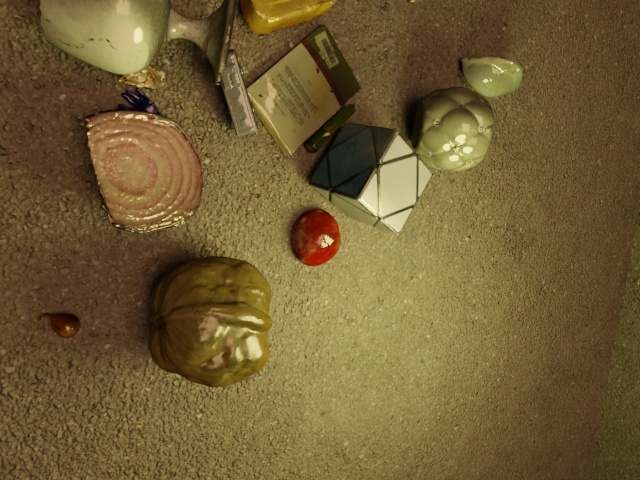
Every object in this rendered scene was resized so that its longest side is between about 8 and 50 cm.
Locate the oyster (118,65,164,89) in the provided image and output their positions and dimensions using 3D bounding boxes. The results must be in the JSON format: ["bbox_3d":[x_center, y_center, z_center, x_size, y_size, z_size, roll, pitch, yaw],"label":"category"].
[{"bbox_3d":[-0.380,-0.351,0.995,0.093,0.034,0.051,1,117,-43],"label":"oyster"}]

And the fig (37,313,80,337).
[{"bbox_3d":[-0.561,0.178,1.003,0.083,0.050,0.050,25,87,-14],"label":"fig"}]

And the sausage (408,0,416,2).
[{"bbox_3d":[0.257,-0.736,1.303,0.024,0.024,0.133,-10,107,-30],"label":"sausage"}]

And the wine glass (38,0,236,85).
[{"bbox_3d":[-0.331,-0.422,0.874,0.322,0.238,0.238,6,98,-20],"label":"wine glass"}]

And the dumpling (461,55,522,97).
[{"bbox_3d":[0.541,-0.528,1.465,0.216,0.149,0.105,23,48,-27],"label":"dumpling"}]

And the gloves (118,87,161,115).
[{"bbox_3d":[-0.390,-0.285,1.006,0.064,0.026,0.086,-50,122,-9],"label":"gloves"}]

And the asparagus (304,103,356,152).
[{"bbox_3d":[0.028,-0.304,1.252,0.041,0.045,0.178,46,74,-12],"label":"asparagus"}]

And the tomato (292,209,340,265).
[{"bbox_3d":[0.000,0.000,1.278,0.138,0.091,0.159,-6,107,-29],"label":"tomato"}]

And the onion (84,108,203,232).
[{"bbox_3d":[-0.382,-0.144,1.006,0.247,0.111,0.250,-17,99,-48],"label":"onion"}]

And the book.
[{"bbox_3d":[-0.039,-0.386,1.200,0.289,0.026,0.201,-44,119,-15],"label":"book"}]

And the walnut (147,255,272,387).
[{"bbox_3d":[-0.246,0.183,1.068,0.276,0.282,0.253,12,135,-29],"label":"walnut"}]

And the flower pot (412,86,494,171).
[{"bbox_3d":[0.374,-0.318,1.350,0.195,0.246,0.246,8,98,-1],"label":"flower pot"}]

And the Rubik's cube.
[{"bbox_3d":[0.134,-0.165,1.238,0.207,0.205,0.205,37,83,-43],"label":"Rubik's cube"}]

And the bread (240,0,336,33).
[{"bbox_3d":[-0.074,-0.564,1.100,0.245,0.094,0.102,-30,106,-23],"label":"bread"}]

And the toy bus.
[{"bbox_3d":[-0.196,-0.337,1.076,0.064,0.075,0.191,-15,112,0],"label":"toy bus"}]
